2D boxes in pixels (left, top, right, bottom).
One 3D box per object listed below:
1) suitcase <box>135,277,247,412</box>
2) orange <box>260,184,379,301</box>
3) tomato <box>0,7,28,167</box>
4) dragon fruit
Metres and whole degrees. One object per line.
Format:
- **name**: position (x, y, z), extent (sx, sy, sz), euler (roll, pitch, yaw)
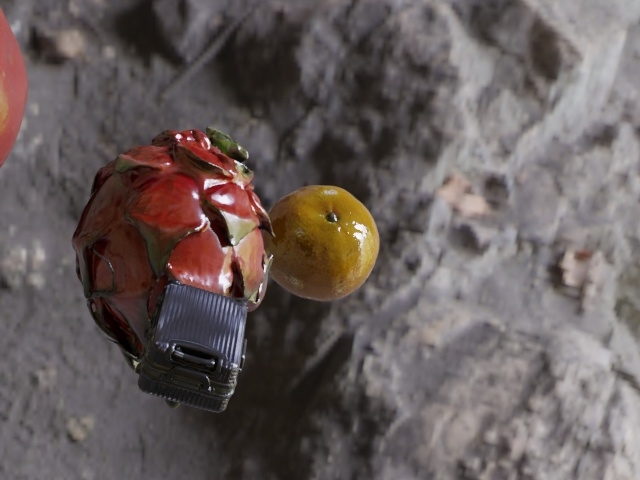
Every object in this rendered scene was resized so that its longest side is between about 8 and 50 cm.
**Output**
- **suitcase**: position (-0.107, 0.089, 1.316), extent (0.086, 0.059, 0.126), euler (16, 28, -7)
- **orange**: position (0.000, 0.000, 1.991), extent (0.156, 0.124, 0.156), euler (5, 64, -10)
- **tomato**: position (-0.523, -0.198, 1.964), extent (0.290, 0.293, 0.325), euler (-11, 38, 5)
- **dragon fruit**: position (-0.141, 0.020, 1.473), extent (0.193, 0.192, 0.274), euler (11, 82, -5)
